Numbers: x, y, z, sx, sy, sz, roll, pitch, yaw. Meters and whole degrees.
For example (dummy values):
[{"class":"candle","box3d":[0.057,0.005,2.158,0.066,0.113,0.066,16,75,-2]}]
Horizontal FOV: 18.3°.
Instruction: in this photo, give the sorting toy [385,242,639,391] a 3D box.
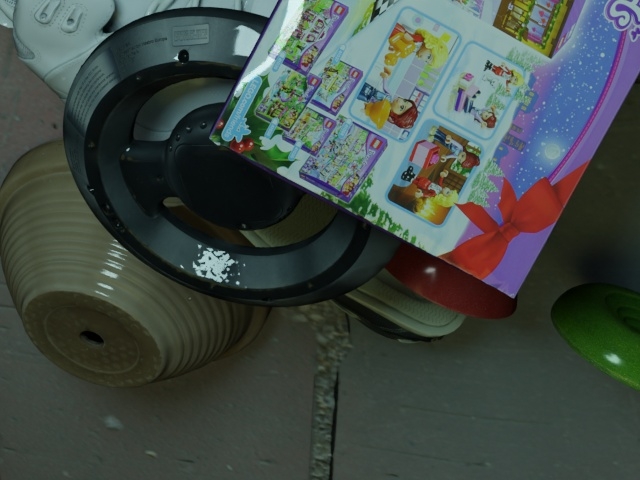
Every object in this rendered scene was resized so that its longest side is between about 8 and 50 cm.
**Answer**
[{"class":"sorting toy","box3d":[0.222,0.021,1.394,0.366,0.127,0.126,23,111,-5]}]

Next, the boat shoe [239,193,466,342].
[{"class":"boat shoe","box3d":[0.000,0.000,1.469,0.233,0.084,0.079,35,164,-8]}]

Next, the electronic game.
[{"class":"electronic game","box3d":[-0.052,-0.047,1.245,0.229,0.048,0.229,10,132,11]}]

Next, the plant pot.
[{"class":"plant pot","box3d":[-0.162,0.038,1.564,0.237,0.109,0.237,14,140,12]}]

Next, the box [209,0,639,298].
[{"class":"box","box3d":[0.091,-0.141,1.135,0.201,0.057,0.293,28,96,-6]}]

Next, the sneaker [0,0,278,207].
[{"class":"sneaker","box3d":[-0.063,-0.147,1.280,0.366,0.137,0.210,-17,130,42]}]
